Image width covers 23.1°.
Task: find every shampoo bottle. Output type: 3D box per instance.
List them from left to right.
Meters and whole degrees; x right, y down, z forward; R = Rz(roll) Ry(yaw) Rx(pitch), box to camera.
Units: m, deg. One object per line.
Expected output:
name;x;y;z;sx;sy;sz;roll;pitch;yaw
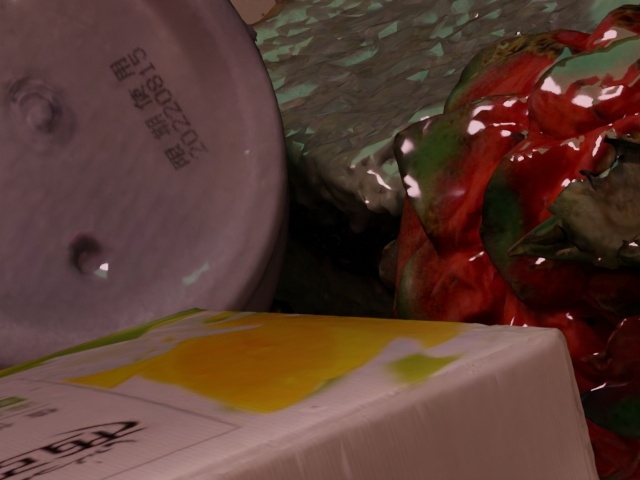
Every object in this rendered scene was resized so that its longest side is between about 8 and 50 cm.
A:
shampoo bottle;-0.167;-0.010;0.675;0.273;0.273;0.266;-19;-4;-38

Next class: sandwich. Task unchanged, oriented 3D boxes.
sandwich;0.100;-0.060;0.769;0.262;0.131;0.325;-36;36;-25

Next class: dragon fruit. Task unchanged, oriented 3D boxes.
dragon fruit;0.105;0.008;0.519;0.182;0.182;0.188;-15;26;-14

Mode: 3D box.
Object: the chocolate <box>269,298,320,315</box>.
chocolate;-0.034;0.008;0.943;0.156;0.156;0.133;-19;27;-39

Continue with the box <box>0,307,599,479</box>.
box;-0.085;0.101;0.376;0.260;0.111;0.194;-15;7;-31
